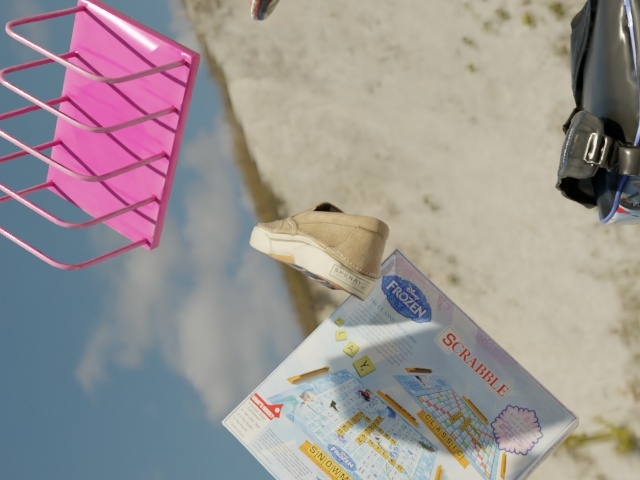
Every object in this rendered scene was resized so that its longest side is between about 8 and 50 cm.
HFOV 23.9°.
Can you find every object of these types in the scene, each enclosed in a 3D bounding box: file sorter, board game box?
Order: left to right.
[{"bbox_3d":[-0.315,-0.135,1.965,0.182,0.202,0.291,-25,-43,-51],"label":"file sorter"},{"bbox_3d":[0.099,0.229,1.882,0.318,0.318,0.066,44,175,18],"label":"board game box"}]

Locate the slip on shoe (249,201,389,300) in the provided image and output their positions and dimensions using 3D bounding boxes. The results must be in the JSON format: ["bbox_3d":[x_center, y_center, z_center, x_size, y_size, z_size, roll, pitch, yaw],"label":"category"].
[{"bbox_3d":[0.000,0.000,0.826,0.041,0.051,0.135,-63,17,-3],"label":"slip on shoe"}]

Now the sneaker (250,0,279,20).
[{"bbox_3d":[-0.025,-0.255,1.410,0.158,0.064,0.061,119,158,-58],"label":"sneaker"}]

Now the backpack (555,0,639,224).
[{"bbox_3d":[0.309,-0.137,1.329,0.263,0.213,0.277,101,174,-71],"label":"backpack"}]
